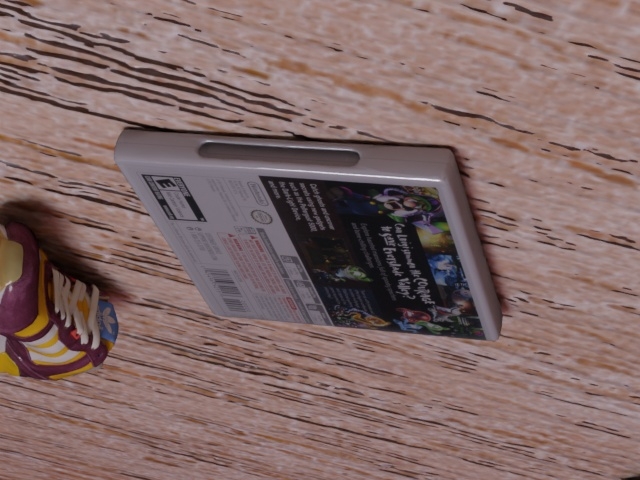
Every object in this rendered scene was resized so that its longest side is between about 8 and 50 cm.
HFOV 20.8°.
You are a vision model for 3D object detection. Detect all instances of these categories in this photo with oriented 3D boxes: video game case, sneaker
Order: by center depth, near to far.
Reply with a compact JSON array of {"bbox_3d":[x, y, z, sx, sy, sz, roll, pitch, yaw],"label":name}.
[{"bbox_3d":[0.000,0.000,0.927,0.173,0.022,0.190,5,154,16],"label":"video game case"},{"bbox_3d":[-0.161,0.037,1.039,0.083,0.070,0.185,6,162,-8],"label":"sneaker"}]
